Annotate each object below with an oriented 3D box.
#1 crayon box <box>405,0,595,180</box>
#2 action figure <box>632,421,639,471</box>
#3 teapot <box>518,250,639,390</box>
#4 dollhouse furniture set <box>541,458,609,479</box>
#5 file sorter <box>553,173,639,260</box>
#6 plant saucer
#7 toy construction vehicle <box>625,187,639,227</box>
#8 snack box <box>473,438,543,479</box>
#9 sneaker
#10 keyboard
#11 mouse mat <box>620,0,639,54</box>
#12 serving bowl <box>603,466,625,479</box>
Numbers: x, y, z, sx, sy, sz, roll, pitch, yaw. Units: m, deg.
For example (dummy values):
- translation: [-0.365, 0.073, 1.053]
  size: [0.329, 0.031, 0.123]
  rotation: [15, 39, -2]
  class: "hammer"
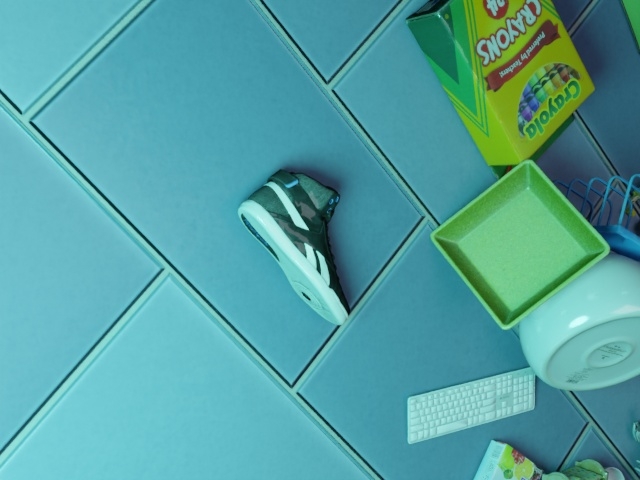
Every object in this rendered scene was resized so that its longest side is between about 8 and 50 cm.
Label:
- translation: [0.288, -0.256, 1.424]
  size: [0.202, 0.081, 0.318]
  rotation: [-45, 114, -23]
  class: "crayon box"
- translation: [0.640, 0.314, 1.633]
  size: [0.099, 0.185, 0.285]
  rotation: [68, 38, -56]
  class: "action figure"
- translation: [0.417, 0.100, 1.461]
  size: [0.253, 0.187, 0.256]
  rotation: [-17, 140, 6]
  class: "teapot"
- translation: [0.416, 0.421, 1.459]
  size: [0.182, 0.161, 0.101]
  rotation: [-3, 103, -46]
  class: "dollhouse furniture set"
- translation: [0.445, -0.036, 1.481]
  size: [0.118, 0.170, 0.104]
  rotation: [26, 76, -31]
  class: "file sorter"
- translation: [0.288, 0.009, 1.371]
  size: [0.188, 0.188, 0.045]
  rotation: [-38, 153, 6]
  class: "plant saucer"
- translation: [0.570, -0.060, 1.643]
  size: [0.098, 0.035, 0.086]
  rotation: [-52, 128, -16]
  class: "toy construction vehicle"
- translation: [0.279, 0.396, 1.472]
  size: [0.100, 0.037, 0.141]
  rotation: [38, 72, -27]
  class: "snack box"
- translation: [0.000, 0.000, 1.252]
  size: [0.121, 0.079, 0.217]
  rotation: [-46, 113, -21]
  class: "sneaker"
- translation: [0.235, 0.250, 1.452]
  size: [0.256, 0.014, 0.072]
  rotation: [-7, 96, -32]
  class: "keyboard"
- translation: [0.567, -0.432, 1.637]
  size: [0.153, 0.007, 0.189]
  rotation: [-36, 109, -26]
  class: "mouse mat"
- translation: [0.480, 0.423, 1.606]
  size: [0.083, 0.027, 0.083]
  rotation: [-2, 93, -32]
  class: "serving bowl"
